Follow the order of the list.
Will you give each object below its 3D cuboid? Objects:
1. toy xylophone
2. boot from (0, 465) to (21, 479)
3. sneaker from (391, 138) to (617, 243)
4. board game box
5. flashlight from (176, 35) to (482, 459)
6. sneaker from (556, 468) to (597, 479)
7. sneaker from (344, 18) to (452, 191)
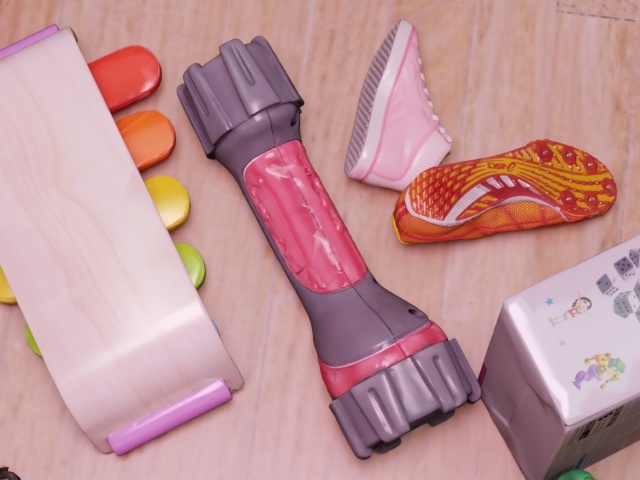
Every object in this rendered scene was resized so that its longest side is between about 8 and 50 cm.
[{"bbox_3d":[-0.199,0.000,1.345,0.236,0.081,0.322,-18,77,0],"label":"toy xylophone"},{"bbox_3d":[-0.270,0.152,1.281,0.137,0.077,0.198,-16,115,-5],"label":"boot"},{"bbox_3d":[0.133,-0.033,1.377,0.175,0.067,0.064,-4,71,-19],"label":"sneaker"},{"bbox_3d":[0.264,0.045,1.272,0.303,0.224,0.097,-25,75,-8],"label":"board game box"},{"bbox_3d":[0.000,0.000,1.335,0.103,0.103,0.304,-32,81,25],"label":"flashlight"},{"bbox_3d":[0.099,0.265,1.261,0.295,0.109,0.123,-40,99,-19],"label":"sneaker"},{"bbox_3d":[0.066,-0.094,1.398,0.070,0.051,0.134,21,65,-14],"label":"sneaker"}]
